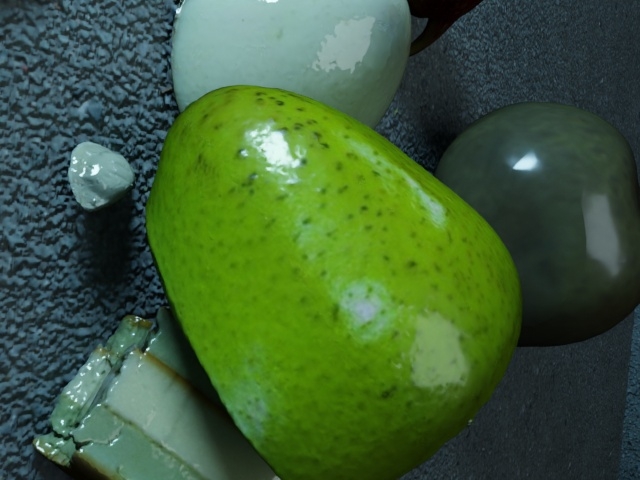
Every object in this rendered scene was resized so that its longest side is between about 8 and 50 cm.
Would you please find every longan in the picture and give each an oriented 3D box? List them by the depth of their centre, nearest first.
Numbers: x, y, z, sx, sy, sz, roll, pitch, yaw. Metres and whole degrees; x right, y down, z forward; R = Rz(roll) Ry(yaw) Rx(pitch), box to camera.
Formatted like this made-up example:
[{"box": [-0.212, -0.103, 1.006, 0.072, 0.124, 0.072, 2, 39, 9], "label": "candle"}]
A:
[{"box": [0.321, -0.025, 1.064, 0.361, 0.361, 0.361, -10, 103, -52], "label": "longan"}]

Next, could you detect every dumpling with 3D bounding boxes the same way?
[{"box": [-0.195, -0.060, 0.633, 0.077, 0.043, 0.059, -45, 106, -35], "label": "dumpling"}]

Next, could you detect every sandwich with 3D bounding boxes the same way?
[{"box": [-0.149, 0.181, 0.679, 0.198, 0.227, 0.155, 38, 61, -8], "label": "sandwich"}]

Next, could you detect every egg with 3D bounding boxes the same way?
[{"box": [-0.010, -0.183, 0.749, 0.264, 0.174, 0.286, 44, 64, -42], "label": "egg"}]

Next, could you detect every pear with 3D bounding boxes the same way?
[{"box": [0.000, 0.000, 0.623, 0.318, 0.238, 0.342, 48, 16, -10], "label": "pear"}]

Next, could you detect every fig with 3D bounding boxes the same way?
[{"box": [0.158, -0.345, 0.940, 0.175, 0.175, 0.207, -18, 109, -50], "label": "fig"}]
